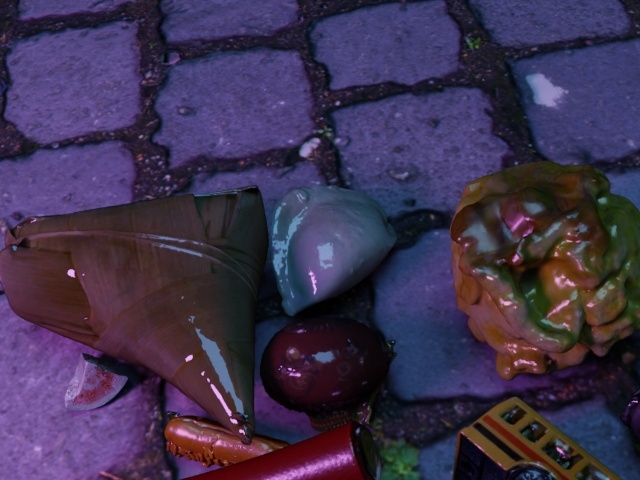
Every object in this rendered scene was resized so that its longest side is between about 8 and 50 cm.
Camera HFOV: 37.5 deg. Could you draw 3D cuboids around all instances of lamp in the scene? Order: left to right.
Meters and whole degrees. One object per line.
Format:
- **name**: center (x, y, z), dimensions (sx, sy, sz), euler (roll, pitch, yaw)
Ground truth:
- **lamp**: center (0.005, 0.163, 1.142), dimensions (0.157, 0.134, 0.156), euler (-3, 3, 25)

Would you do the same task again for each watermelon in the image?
- **watermelon**: center (-0.297, 0.178, 1.204), dimensions (0.085, 0.061, 0.085), euler (-3, 45, 3)

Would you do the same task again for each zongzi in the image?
- **zongzi**: center (-0.284, 0.100, 1.177), dimensions (0.447, 0.181, 0.418), euler (-8, 42, 2)

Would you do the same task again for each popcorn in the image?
- **popcorn**: center (0.284, 0.035, 1.153), dimensions (0.293, 0.237, 0.293), euler (-5, 45, 5)

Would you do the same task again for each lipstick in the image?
- **lipstick**: center (-0.053, 0.269, 1.035), dimensions (0.241, 0.080, 0.080), euler (-21, 46, 15)

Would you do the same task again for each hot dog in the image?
- **hot dog**: center (-0.107, 0.249, 1.116), dimensions (0.188, 0.072, 0.055), euler (12, 72, 16)

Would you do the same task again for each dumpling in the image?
- **dumpling**: center (0.003, 0.009, 1.289), dimensions (0.149, 0.104, 0.217), euler (34, 59, 22)

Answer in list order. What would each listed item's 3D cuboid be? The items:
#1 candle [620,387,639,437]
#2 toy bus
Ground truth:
- **candle**: center (0.484, 0.246, 0.976), dimensions (0.187, 0.187, 0.330), euler (-25, 52, -15)
- **toy bus**: center (0.287, 0.313, 0.983), dimensions (0.123, 0.121, 0.335), euler (-31, 51, -29)
